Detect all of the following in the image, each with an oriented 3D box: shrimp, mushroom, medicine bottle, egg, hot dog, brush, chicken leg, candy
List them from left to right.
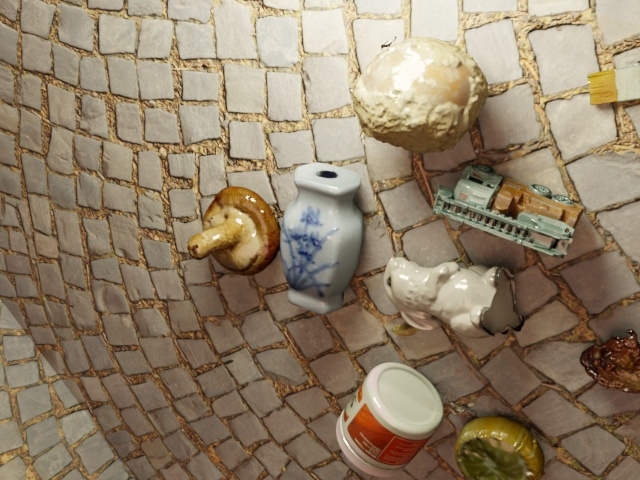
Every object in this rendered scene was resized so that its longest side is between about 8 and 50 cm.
[{"bbox_3d":[-0.245,-0.006,1.913,0.267,0.255,0.267,8,139,7],"label":"mushroom"},{"bbox_3d":[0.203,0.528,1.879,0.252,0.252,0.241,34,123,10],"label":"medicine bottle"},{"bbox_3d":[0.258,0.264,1.863,0.090,0.030,0.034,-18,112,33],"label":"hot dog"},{"bbox_3d":[0.229,-0.332,1.466,0.310,0.279,0.279,0,112,35],"label":"egg"},{"bbox_3d":[0.416,0.508,1.888,0.092,0.038,0.029,17,118,20],"label":"shrimp"},{"bbox_3d":[0.519,0.632,1.851,0.259,0.118,0.260,15,122,26],"label":"candy"},{"bbox_3d":[0.808,0.297,1.550,0.322,0.083,0.178,7,122,27],"label":"chicken leg"},{"bbox_3d":[0.743,-0.346,1.330,0.336,0.020,0.086,-4,110,28],"label":"brush"}]

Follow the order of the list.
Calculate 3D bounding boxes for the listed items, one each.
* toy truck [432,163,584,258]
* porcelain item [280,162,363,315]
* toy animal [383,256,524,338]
[{"bbox_3d":[0.437,-0.068,1.520,0.338,0.184,0.133,24,120,16],"label":"toy truck"},{"bbox_3d":[0.000,0.000,1.786,0.242,0.178,0.405,17,119,21],"label":"porcelain item"},{"bbox_3d":[0.336,0.152,1.698,0.357,0.194,0.258,6,140,43],"label":"toy animal"}]
